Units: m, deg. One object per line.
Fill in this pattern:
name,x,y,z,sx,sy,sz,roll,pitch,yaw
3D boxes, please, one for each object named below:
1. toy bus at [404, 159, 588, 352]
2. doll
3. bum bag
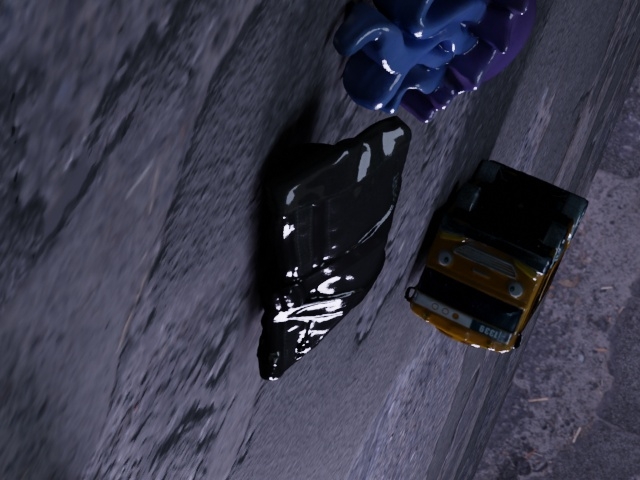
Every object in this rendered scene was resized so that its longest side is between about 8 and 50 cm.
toy bus,0.142,0.012,1.563,0.201,0.098,0.114,-43,155,-68
doll,0.060,-0.108,0.968,0.110,0.067,0.206,-54,163,20
bum bag,0.000,0.000,0.960,0.087,0.049,0.197,-34,158,-21
